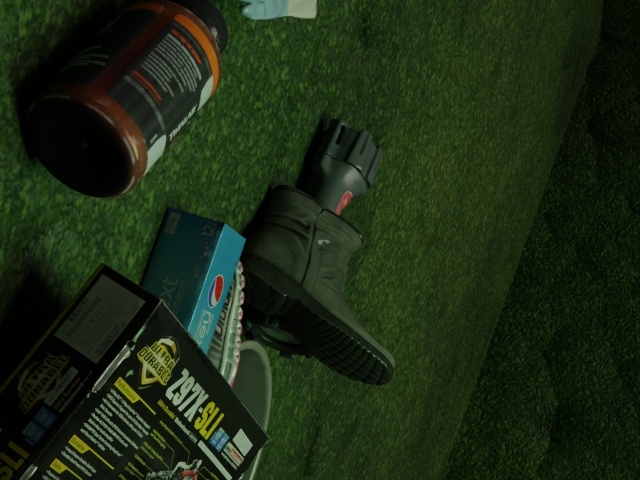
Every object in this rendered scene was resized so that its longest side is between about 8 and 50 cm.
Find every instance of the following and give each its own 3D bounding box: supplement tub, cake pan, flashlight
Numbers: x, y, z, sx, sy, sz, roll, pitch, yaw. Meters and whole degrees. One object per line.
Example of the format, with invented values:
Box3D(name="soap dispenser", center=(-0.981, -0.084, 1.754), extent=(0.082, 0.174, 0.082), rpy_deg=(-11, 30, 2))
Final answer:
Box3D(name="supplement tub", center=(-0.149, -0.130, 1.021), extent=(0.106, 0.106, 0.198), rpy_deg=(88, 25, -42))
Box3D(name="cake pan", center=(-0.141, 0.252, 1.445), extent=(0.293, 0.054, 0.293), rpy_deg=(16, 90, -72))
Box3D(name="flashlight", center=(0.000, 0.000, 1.589), extent=(0.103, 0.103, 0.304), rpy_deg=(118, -4, -65))

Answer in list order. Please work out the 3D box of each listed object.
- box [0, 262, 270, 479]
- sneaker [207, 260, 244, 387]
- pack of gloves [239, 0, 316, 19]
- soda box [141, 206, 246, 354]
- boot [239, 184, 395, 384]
Box3D(name="box", center=(-0.188, 0.206, 1.097), extent=(0.257, 0.079, 0.322), rpy_deg=(-55, 152, -16))
Box3D(name="sneaker", center=(-0.126, 0.079, 1.337), extent=(0.063, 0.074, 0.170), rpy_deg=(126, -31, -62))
Box3D(name="pack of gloves", center=(-0.059, -0.326, 1.266), extent=(0.232, 0.046, 0.195), rpy_deg=(-30, 121, -69))
Box3D(name="soda box", center=(-0.148, 0.080, 1.258), extent=(0.071, 0.067, 0.210), rpy_deg=(44, 64, -70))
Box3D(name="boot", center=(0.017, 0.047, 1.483), extent=(0.161, 0.246, 0.083), rpy_deg=(-56, -171, -35))
